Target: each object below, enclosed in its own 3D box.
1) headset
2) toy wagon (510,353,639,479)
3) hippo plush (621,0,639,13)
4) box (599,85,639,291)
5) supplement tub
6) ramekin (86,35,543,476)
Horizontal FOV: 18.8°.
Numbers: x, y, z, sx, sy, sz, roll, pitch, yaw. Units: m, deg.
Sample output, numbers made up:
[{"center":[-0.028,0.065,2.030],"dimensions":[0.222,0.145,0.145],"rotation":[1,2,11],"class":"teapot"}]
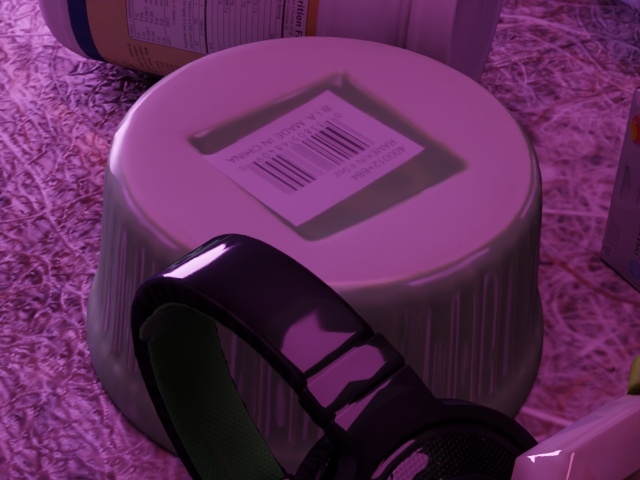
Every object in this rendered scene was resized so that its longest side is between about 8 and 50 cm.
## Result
[{"center":[0.019,0.183,0.974],"dimensions":[0.185,0.243,0.394],"rotation":[-35,77,-24],"class":"headset"},{"center":[0.214,0.224,0.936],"dimensions":[0.068,0.344,0.267],"rotation":[-15,51,49],"class":"toy wagon"},{"center":[0.336,-0.242,1.506],"dimensions":[0.236,0.294,0.234],"rotation":[-21,74,0],"class":"hippo plush"},{"center":[0.264,0.002,1.254],"dimensions":[0.038,0.145,0.186],"rotation":[-21,45,-29],"class":"box"},{"center":[-0.029,-0.217,1.435],"dimensions":[0.316,0.228,0.228],"rotation":[14,41,13],"class":"supplement tub"},{"center":[0.000,0.000,1.236],"dimensions":[0.303,0.148,0.303],"rotation":[2,40,-1],"class":"ramekin"}]
